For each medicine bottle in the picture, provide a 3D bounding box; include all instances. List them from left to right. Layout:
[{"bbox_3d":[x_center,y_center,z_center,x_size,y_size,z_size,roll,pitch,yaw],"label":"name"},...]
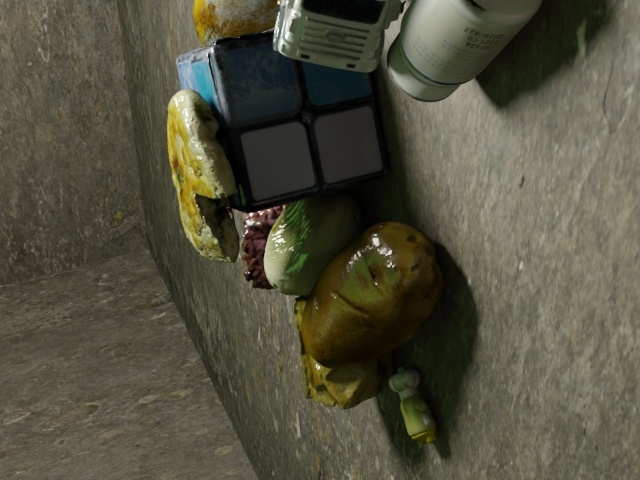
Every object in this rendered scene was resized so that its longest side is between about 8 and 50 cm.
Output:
[{"bbox_3d":[0.189,-0.299,1.205,0.258,0.143,0.144,134,119,-66],"label":"medicine bottle"}]

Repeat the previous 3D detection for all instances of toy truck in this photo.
[{"bbox_3d":[0.026,-0.445,1.343,0.207,0.173,0.388,110,164,-47],"label":"toy truck"}]

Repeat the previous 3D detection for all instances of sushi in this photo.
[{"bbox_3d":[-0.098,-0.021,2.121,0.237,0.170,0.270,-84,-10,-62],"label":"sushi"}]

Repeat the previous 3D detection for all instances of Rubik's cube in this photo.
[{"bbox_3d":[-0.084,-0.247,1.723,0.313,0.316,0.319,-162,60,-67],"label":"Rubik's cube"}]

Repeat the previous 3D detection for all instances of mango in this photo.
[{"bbox_3d":[-0.142,-0.509,1.770,0.316,0.192,0.146,-39,35,25],"label":"mango"}]

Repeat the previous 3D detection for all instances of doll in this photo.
[{"bbox_3d":[0.190,0.334,1.776,0.106,0.062,0.163,128,123,-67],"label":"doll"}]

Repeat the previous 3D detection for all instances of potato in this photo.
[{"bbox_3d":[0.091,0.112,1.638,0.369,0.195,0.177,-45,21,36],"label":"potato"}]

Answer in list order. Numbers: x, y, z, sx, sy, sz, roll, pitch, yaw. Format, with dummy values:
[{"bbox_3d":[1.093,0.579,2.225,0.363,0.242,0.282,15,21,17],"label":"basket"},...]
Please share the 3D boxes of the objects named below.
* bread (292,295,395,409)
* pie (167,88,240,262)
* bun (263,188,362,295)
[{"bbox_3d":[0.049,0.223,1.882,0.238,0.195,0.252,-169,69,-65],"label":"bread"},{"bbox_3d":[-0.227,-0.121,1.631,0.337,0.075,0.338,164,90,-70],"label":"pie"},{"bbox_3d":[0.000,0.000,1.855,0.259,0.159,0.259,-45,32,39],"label":"bun"}]
